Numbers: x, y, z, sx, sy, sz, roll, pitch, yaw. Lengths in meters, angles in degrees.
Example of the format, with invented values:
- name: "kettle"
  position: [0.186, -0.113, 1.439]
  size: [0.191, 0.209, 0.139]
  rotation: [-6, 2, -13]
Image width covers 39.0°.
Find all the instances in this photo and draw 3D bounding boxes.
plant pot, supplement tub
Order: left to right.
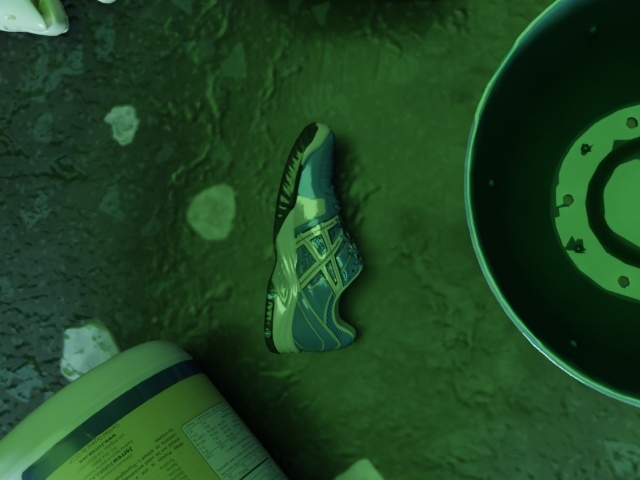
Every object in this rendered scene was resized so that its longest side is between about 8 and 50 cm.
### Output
- name: "supplement tub"
  position: [-0.119, 0.268, 0.754]
  size: [0.228, 0.228, 0.316]
  rotation: [-42, 81, 9]
- name: "plant pot"
  position: [0.263, -0.034, 0.667]
  size: [0.293, 0.235, 0.293]
  rotation: [0, 88, 14]

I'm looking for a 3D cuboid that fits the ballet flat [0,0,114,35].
- name: "ballet flat"
  position: [-0.251, -0.262, 0.863]
  size: [0.316, 0.107, 0.106]
  rotation: [-27, 96, 12]

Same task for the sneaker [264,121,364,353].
- name: "sneaker"
  position: [0.000, 0.000, 0.815]
  size: [0.081, 0.080, 0.211]
  rotation: [6, 100, 7]
